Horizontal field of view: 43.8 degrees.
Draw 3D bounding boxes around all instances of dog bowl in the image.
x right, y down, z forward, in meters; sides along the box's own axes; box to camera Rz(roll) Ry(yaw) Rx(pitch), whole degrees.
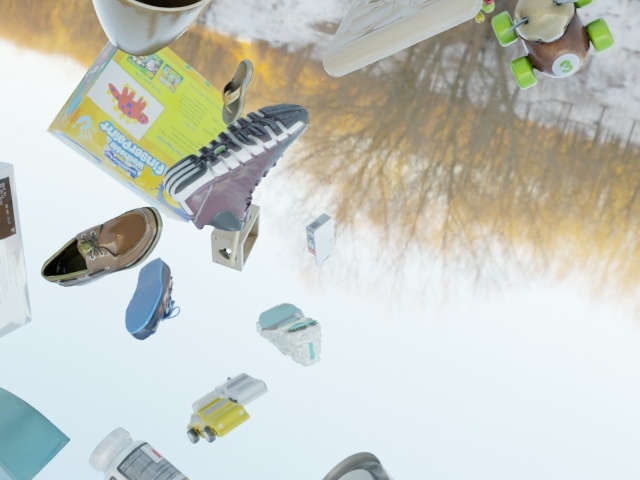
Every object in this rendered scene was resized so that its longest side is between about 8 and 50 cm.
[{"bbox_3d":[0.087,0.783,2.274,0.102,0.349,0.349,41,-176,-17],"label":"dog bowl"}]

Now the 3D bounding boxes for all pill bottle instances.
[{"bbox_3d":[-0.487,0.648,2.172,0.278,0.162,0.162,37,-162,14],"label":"pill bottle"}]

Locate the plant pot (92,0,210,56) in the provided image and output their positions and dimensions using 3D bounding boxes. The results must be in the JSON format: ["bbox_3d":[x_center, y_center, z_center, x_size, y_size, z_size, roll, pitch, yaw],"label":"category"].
[{"bbox_3d":[-0.306,-0.437,1.399,0.237,0.237,0.254,10,158,-17],"label":"plant pot"}]

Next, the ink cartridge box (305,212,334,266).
[{"bbox_3d":[0.000,0.000,1.805,0.029,0.115,0.063,31,-126,31],"label":"ink cartridge box"}]

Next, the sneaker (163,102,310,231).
[{"bbox_3d":[-0.127,-0.117,1.405,0.281,0.163,0.106,-31,-139,-9],"label":"sneaker"}]

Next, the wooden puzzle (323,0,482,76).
[{"bbox_3d":[0.184,-0.455,1.526,0.322,0.080,0.348,-18,-144,30],"label":"wooden puzzle"}]

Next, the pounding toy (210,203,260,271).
[{"bbox_3d":[-0.222,-0.018,1.944,0.094,0.206,0.181,18,-124,7],"label":"pounding toy"}]

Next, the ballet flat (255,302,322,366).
[{"bbox_3d":[-0.086,0.269,2.197,0.146,0.147,0.409,11,180,-14],"label":"ballet flat"}]

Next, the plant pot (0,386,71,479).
[{"bbox_3d":[-0.797,0.492,2.027,0.165,0.234,0.166,-28,-165,51],"label":"plant pot"}]

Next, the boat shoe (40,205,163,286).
[{"bbox_3d":[-0.465,0.023,1.683,0.104,0.307,0.111,1,-119,-59],"label":"boat shoe"}]

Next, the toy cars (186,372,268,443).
[{"bbox_3d":[-0.223,0.368,1.834,0.176,0.087,0.393,-27,-179,8],"label":"toy cars"}]

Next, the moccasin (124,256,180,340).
[{"bbox_3d":[-0.453,0.171,2.240,0.137,0.117,0.342,-25,-151,17],"label":"moccasin"}]

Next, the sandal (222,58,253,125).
[{"bbox_3d":[-0.227,-0.389,2.076,0.049,0.180,0.072,-1,-150,-45],"label":"sandal"}]

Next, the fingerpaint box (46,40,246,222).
[{"bbox_3d":[-0.475,-0.326,2.257,0.444,0.371,0.163,38,167,-33],"label":"fingerpaint box"}]

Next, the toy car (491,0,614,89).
[{"bbox_3d":[0.341,-0.321,1.190,0.155,0.149,0.188,-24,178,20],"label":"toy car"}]

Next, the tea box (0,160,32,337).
[{"bbox_3d":[-0.751,0.013,1.488,0.323,0.329,0.220,10,-158,25],"label":"tea box"}]

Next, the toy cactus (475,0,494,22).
[{"bbox_3d":[0.309,-0.552,1.854,0.218,0.112,0.180,10,-176,24],"label":"toy cactus"}]
